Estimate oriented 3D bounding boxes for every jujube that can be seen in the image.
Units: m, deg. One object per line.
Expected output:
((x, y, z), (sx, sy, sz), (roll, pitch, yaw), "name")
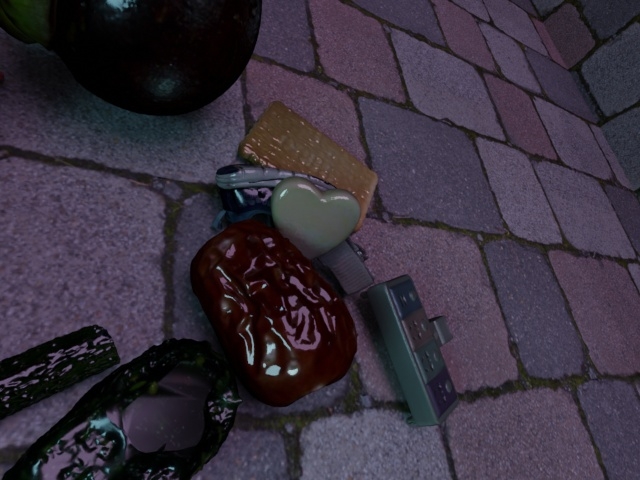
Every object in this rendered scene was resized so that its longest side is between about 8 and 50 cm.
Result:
((-0.060, 0.084, 0.501), (0.155, 0.155, 0.230), (-32, 83, -41), "jujube")

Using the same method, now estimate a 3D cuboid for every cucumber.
((-0.289, 0.138, 0.380), (0.187, 0.058, 0.058), (-25, 80, -39), "cucumber")

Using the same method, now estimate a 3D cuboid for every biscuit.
((-0.013, -0.131, 0.733), (0.250, 0.030, 0.160), (33, 52, -14), "biscuit")

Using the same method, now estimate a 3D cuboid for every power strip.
((0.156, 0.161, 0.657), (0.145, 0.061, 0.215), (-9, 77, -49), "power strip")

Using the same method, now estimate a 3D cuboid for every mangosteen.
((-0.228, -0.319, 0.511), (0.330, 0.330, 0.330), (16, 56, -26), "mangosteen")

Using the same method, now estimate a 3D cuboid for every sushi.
((-0.178, 0.189, 0.376), (0.124, 0.127, 0.225), (49, 50, -1), "sushi")

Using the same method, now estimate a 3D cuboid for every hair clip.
((-0.002, 0.003, 0.594), (0.218, 0.159, 0.071), (50, 8, -36), "hair clip")

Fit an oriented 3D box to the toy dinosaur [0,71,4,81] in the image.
((-0.399, -0.226, 0.458), (0.070, 0.139, 0.286), (4, 62, -33), "toy dinosaur")

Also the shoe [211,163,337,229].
((-0.058, -0.056, 0.624), (0.207, 0.091, 0.106), (0, 104, -25), "shoe")
